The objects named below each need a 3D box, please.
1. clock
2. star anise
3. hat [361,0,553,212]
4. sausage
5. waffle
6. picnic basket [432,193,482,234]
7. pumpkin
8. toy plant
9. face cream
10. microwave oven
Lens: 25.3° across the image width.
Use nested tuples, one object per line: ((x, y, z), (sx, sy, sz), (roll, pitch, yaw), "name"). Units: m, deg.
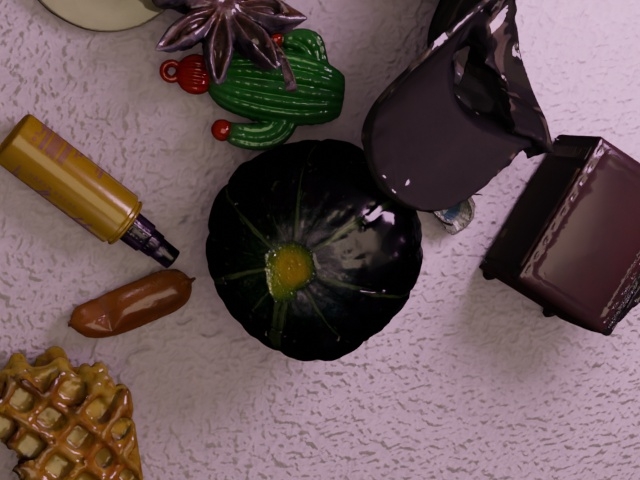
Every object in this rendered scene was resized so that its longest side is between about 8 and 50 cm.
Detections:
((-0.284, -0.392, 1.882), (0.235, 0.029, 0.235), (-1, 96, -14), "clock")
((-0.117, -0.292, 1.870), (0.230, 0.081, 0.262), (-40, 89, -27), "star anise")
((0.170, -0.229, 1.874), (0.381, 0.257, 0.366), (-23, 128, -22), "hat")
((-0.253, 0.089, 1.936), (0.183, 0.054, 0.062), (-24, 71, -10), "sausage")
((-0.368, 0.311, 1.886), (0.261, 0.151, 0.324), (-6, 100, -12), "waffle")
((0.189, -0.049, 2.027), (0.065, 0.083, 0.083), (-39, 108, -13), "picnic basket")
((0.000, 0.000, 1.915), (0.296, 0.296, 0.296), (-2, 97, -15), "pumpkin")
((-0.084, -0.199, 1.926), (0.240, 0.088, 0.155), (-18, 94, -12), "toy plant")
((-0.301, -0.055, 1.891), (0.273, 0.078, 0.078), (39, 86, -17), "face cream")
((0.377, -0.007, 2.034), (0.188, 0.178, 0.247), (31, 88, -17), "microwave oven")
